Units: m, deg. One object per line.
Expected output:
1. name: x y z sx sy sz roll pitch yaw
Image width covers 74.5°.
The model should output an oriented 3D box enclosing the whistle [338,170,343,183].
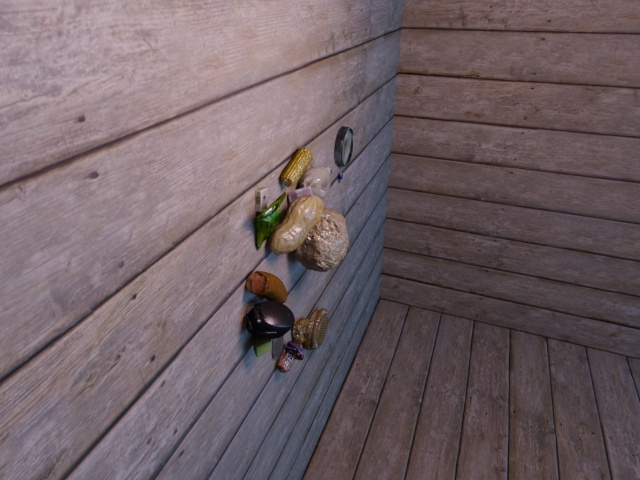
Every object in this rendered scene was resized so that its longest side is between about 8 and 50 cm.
1. whistle: 0.115 -0.366 2.431 0.033 0.029 0.083 -113 -163 -45

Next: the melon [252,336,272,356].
1. melon: -0.220 0.393 1.759 0.209 0.118 0.064 -72 150 -58

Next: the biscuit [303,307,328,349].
1. biscuit: -0.023 0.519 2.460 0.259 0.079 0.259 11 90 -73

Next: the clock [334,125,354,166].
1. clock: 0.135 -0.526 2.364 0.226 0.049 0.225 10 90 -71

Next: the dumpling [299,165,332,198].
1. dumpling: -0.026 -0.245 1.944 0.247 0.142 0.172 -36 165 -39

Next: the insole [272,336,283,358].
1. insole: -0.199 0.451 1.987 0.081 0.011 0.247 -16 119 -54

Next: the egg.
1. egg: 0.000 0.000 1.953 0.279 0.279 0.310 -46 147 -58

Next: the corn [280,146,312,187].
1. corn: -0.096 -0.311 1.763 0.080 0.080 0.238 80 26 -47

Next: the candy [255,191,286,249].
1. candy: -0.199 -0.073 1.589 0.149 0.069 0.246 -54 168 -36

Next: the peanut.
1. peanut: -0.101 -0.068 1.752 0.313 0.149 0.149 -54 155 -15

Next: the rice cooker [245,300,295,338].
1. rice cooker: -0.202 0.316 1.667 0.203 0.142 0.118 9 131 -34

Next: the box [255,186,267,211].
1. box: -0.220 -0.153 1.574 0.054 0.024 0.083 -41 139 -59

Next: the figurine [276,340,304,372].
1. figurine: -0.156 0.579 2.087 0.157 0.126 0.114 -51 -160 -7

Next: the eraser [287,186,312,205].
1. eraser: -0.086 -0.192 1.828 0.065 0.105 0.026 84 -14 -47

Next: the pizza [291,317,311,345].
1. pizza: -0.105 0.490 2.233 0.182 0.063 0.161 37 71 -72

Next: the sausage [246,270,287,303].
1. sausage: -0.206 0.192 1.703 0.270 0.109 0.108 55 49 -65
